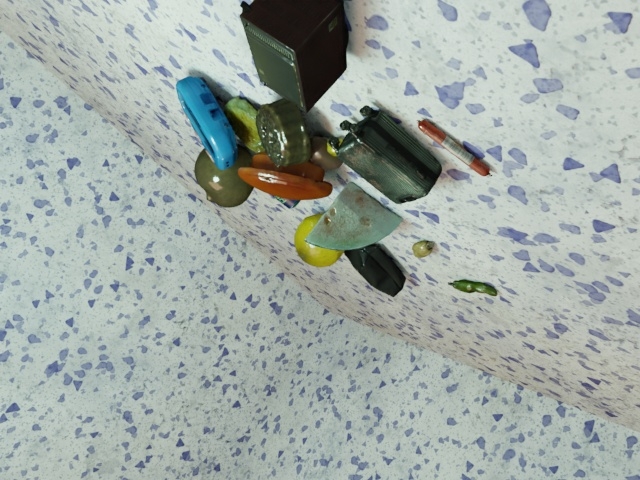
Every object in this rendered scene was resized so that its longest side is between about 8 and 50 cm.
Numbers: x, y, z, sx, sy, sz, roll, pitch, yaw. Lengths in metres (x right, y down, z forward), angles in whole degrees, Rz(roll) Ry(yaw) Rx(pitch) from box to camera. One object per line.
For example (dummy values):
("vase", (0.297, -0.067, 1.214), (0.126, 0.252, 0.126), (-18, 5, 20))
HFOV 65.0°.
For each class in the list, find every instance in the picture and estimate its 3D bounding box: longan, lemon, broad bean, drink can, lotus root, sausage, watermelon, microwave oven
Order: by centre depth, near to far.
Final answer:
("microwave oven", (-0.052, -0.460, 1.162), (0.178, 0.188, 0.247), (35, 168, 14))
("sausage", (0.356, -0.244, 1.334), (0.253, 0.034, 0.034), (36, 164, -7))
("watermelon", (0.115, -0.096, 1.945), (0.228, 0.386, 0.259), (-115, 16, -77))
("lotus root", (0.405, 0.037, 2.012), (0.072, 0.063, 0.152), (24, 161, -2))
("broad bean", (0.623, 0.192, 2.066), (0.213, 0.048, 0.070), (13, 154, 44))
("drink can", (-0.174, -0.238, 2.221), (0.204, 0.118, 0.118), (36, 164, -15))
("longan", (-0.418, -0.295, 2.238), (0.297, 0.297, 0.297), (30, 164, 10))
("lemon", (-0.001, 0.001, 2.347), (0.260, 0.261, 0.284), (26, 168, 23))

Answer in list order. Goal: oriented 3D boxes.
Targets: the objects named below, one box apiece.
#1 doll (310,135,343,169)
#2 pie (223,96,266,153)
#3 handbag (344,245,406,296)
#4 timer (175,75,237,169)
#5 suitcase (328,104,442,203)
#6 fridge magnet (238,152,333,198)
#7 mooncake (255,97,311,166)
("doll", (0.037, -0.298, 1.699), (0.188, 0.096, 0.145), (8, 158, 36))
("pie", (-0.254, -0.431, 1.898), (0.276, 0.079, 0.277), (31, 160, 12))
("handbag", (0.228, 0.109, 2.440), (0.342, 0.152, 0.288), (47, 171, -35))
("timer", (-0.429, -0.447, 1.929), (0.340, 0.115, 0.309), (59, 169, 2))
("suitcase", (0.192, -0.245, 1.472), (0.312, 0.128, 0.202), (38, 164, -14))
("fridge magnet", (-0.128, -0.236, 1.886), (0.363, 0.155, 0.363), (10, -179, 0))
("mooncake", (-0.125, -0.351, 1.656), (0.228, 0.124, 0.228), (57, 161, 32))
